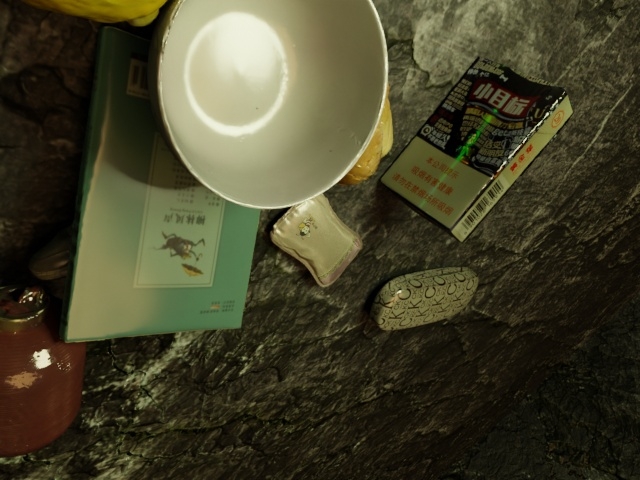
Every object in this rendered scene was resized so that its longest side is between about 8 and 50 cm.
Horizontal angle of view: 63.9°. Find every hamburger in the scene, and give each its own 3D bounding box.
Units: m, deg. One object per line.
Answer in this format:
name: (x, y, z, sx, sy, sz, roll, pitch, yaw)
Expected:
hamburger: (0.044, -0.194, 0.789, 0.124, 0.131, 0.262, -30, 132, -18)

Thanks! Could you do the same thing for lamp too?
lamp: (-0.407, 0.169, 0.675, 0.180, 0.180, 0.257, -6, 125, -37)

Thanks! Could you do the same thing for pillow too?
pillow: (0.000, 0.000, 0.979, 0.130, 0.038, 0.232, -47, 138, -4)

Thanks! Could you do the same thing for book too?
book: (-0.187, -0.053, 0.688, 0.264, 0.031, 0.379, 6, 98, -43)

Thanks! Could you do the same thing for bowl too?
bowl: (-0.074, -0.193, 0.612, 0.287, 0.144, 0.286, -18, 123, -30)

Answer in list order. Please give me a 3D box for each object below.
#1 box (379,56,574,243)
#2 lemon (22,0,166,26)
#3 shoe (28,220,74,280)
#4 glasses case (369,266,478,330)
box: (0.284, -0.170, 0.958, 0.310, 0.198, 0.084, -51, 139, 5)
lemon: (-0.208, -0.313, 0.400, 0.234, 0.233, 0.288, -37, 128, -11)
shoe: (-0.301, -0.023, 0.687, 0.195, 0.074, 0.077, -31, 126, -21)
glasses case: (0.268, 0.141, 1.287, 0.355, 0.085, 0.137, -6, 126, -38)
